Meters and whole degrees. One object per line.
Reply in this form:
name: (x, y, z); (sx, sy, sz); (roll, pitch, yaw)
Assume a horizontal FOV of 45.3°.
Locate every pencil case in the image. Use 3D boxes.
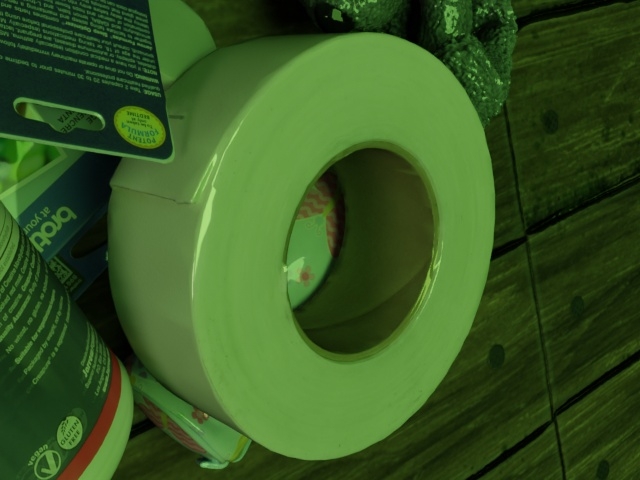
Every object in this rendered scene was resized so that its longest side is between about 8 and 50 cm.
pencil case: (-0.046, 0.054, 0.653); (0.124, 0.113, 0.273); (49, 66, -21)

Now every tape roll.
tape roll: (0.000, 0.000, 0.534); (0.286, 0.100, 0.286); (-13, 109, -41)

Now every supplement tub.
supplement tub: (-0.244, 0.048, 0.416); (0.191, 0.191, 0.272); (-44, 127, -26)

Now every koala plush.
koala plush: (0.045, -0.219, 0.666); (0.221, 0.196, 0.203); (37, 60, -33)

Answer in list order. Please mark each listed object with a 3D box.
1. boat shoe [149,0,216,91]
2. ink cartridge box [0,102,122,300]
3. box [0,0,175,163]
boat shoe: (-0.191, -0.153, 0.472); (0.268, 0.088, 0.096); (20, 56, -42)
ink cartridge box: (-0.233, -0.097, 0.536); (0.185, 0.065, 0.311); (-51, 122, -22)
box: (-0.155, -0.146, 0.406); (0.136, 0.036, 0.225); (6, 66, -47)
